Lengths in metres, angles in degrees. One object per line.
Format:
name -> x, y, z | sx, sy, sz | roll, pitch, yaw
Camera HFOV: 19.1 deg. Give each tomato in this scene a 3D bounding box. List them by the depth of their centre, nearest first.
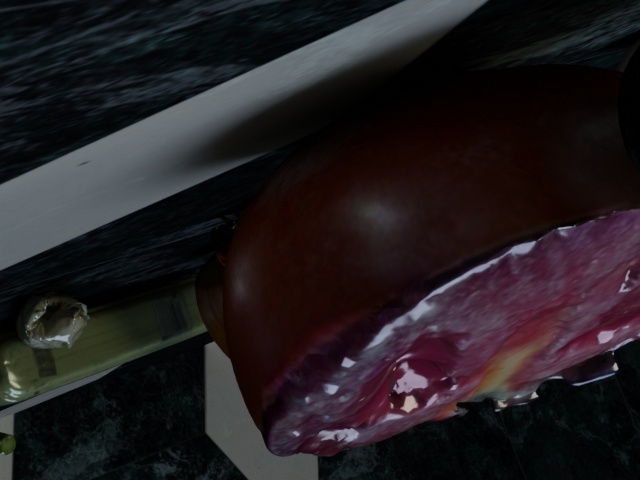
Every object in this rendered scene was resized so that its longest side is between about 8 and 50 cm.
tomato -> 0.095, -0.018, 1.085 | 0.335, 0.176, 0.289 | -15, 162, -21

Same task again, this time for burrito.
burrito -> -0.211, 0.064, 1.502 | 0.058, 0.045, 0.188 | 5, 174, -8

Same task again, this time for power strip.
power strip -> -0.217, 0.089, 1.694 | 0.092, 0.066, 0.387 | -16, -178, 30

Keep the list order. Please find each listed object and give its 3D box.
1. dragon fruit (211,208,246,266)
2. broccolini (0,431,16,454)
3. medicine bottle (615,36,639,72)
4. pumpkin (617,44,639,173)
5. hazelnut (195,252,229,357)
dragon fruit -> 0.000, 0.000, 1.399 | 0.138, 0.175, 0.142 | -31, 147, -10
broccolini -> -0.339, 0.153, 1.583 | 0.203, 0.068, 0.091 | -4, 151, 19
medicine bottle -> 0.306, -0.111, 1.383 | 0.114, 0.114, 0.252 | -24, 176, 33
pumpkin -> 0.233, -0.097, 0.890 | 0.212, 0.152, 0.211 | -39, 160, -17
hazelnut -> -0.031, 0.056, 1.650 | 0.150, 0.150, 0.150 | -22, 176, -1
